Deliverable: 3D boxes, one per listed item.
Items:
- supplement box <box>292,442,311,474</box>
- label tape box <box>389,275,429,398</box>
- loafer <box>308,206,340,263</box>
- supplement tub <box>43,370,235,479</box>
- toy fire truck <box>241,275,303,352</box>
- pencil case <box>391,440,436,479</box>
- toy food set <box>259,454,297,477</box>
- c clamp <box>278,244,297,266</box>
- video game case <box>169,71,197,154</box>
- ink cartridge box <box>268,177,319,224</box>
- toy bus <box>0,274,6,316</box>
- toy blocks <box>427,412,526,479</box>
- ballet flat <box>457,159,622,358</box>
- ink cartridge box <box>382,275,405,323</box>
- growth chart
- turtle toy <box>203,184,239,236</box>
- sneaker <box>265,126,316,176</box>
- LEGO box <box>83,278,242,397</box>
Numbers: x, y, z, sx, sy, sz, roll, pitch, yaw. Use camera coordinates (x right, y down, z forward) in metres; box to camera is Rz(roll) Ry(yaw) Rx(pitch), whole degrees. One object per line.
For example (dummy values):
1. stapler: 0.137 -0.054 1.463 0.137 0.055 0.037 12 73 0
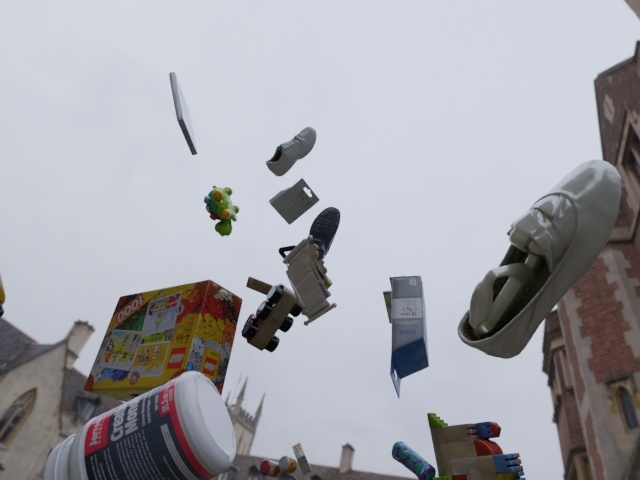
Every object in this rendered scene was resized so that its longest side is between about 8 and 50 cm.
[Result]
1. supplement box: -0.071 0.828 1.561 0.036 0.062 0.098 -22 -65 -12
2. label tape box: 0.297 0.321 1.359 0.106 0.333 0.240 -4 -38 16
3. loafer: 0.000 0.000 1.719 0.109 0.302 0.095 19 -23 10
4. supplement tub: -0.311 0.378 0.742 0.273 0.191 0.191 -26 -46 -6
5. toy fire truck: -0.198 0.233 1.427 0.159 0.216 0.246 36 -4 -18
6. pencil case: 0.302 0.730 1.351 0.152 0.070 0.064 16 -65 54
7. toy food set: -0.162 0.680 1.094 0.111 0.232 0.105 2 -31 48
8. c clamp: -0.112 0.073 1.754 0.161 0.022 0.137 -16 -61 45
9. video game case: -0.354 -0.325 1.065 0.019 0.157 0.143 -14 -22 -8
10. ink cartridge box: -0.115 -0.176 1.808 0.179 0.045 0.145 -40 -57 0
11. toy bus: -0.735 0.181 0.768 0.131 0.332 0.108 7 -55 -12
12. toy blocks: 0.508 0.726 1.284 0.261 0.380 0.191 -27 -36 34
13. ballet flat: 0.362 0.044 0.715 0.139 0.139 0.399 19 -67 -4
14. ink cartridge box: 0.348 0.271 1.868 0.062 0.208 0.109 -10 -3 -33
15. growth chart: -0.034 0.118 1.217 0.021 0.237 0.172 -6 -21 -48
16. turtle toy: -0.246 -0.074 1.022 0.066 0.095 0.130 -17 -80 9
17. sneaker: -0.101 -0.317 1.412 0.212 0.080 0.094 -48 -33 2
18. LEGO box: -0.562 0.375 1.494 0.501 0.371 0.193 -13 -37 29
